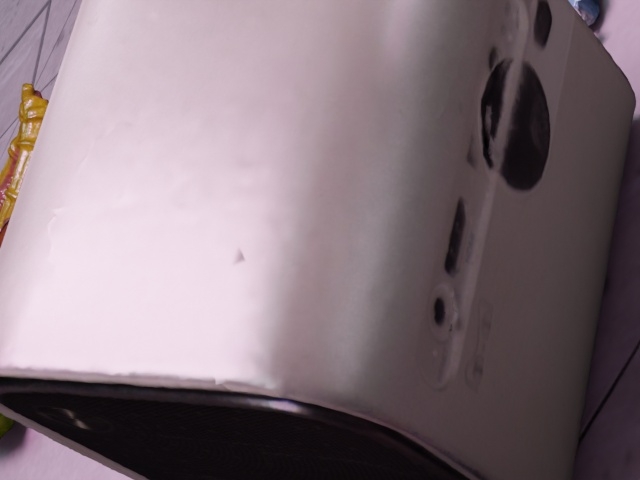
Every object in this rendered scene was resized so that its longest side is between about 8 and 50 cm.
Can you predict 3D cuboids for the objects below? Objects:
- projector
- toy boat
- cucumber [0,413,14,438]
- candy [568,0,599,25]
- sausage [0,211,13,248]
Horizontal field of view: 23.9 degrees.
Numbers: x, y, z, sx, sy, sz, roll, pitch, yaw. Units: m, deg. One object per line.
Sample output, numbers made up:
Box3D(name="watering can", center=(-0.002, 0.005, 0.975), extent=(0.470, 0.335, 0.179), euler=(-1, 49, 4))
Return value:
Box3D(name="projector", center=(0.000, 0.000, 0.761), extent=(0.248, 0.248, 0.249), euler=(0, 65, 33))
Box3D(name="toy boat", center=(-0.368, -0.026, 1.691), extent=(0.318, 0.099, 0.141), euler=(-54, 28, 17))
Box3D(name="cucumber", center=(-0.359, 0.144, 1.508), extent=(0.134, 0.134, 0.244), euler=(-64, 29, 3))
Box3D(name="candy", center=(0.151, -0.151, 0.894), extent=(0.020, 0.030, 0.083), euler=(-31, 38, 37))
Box3D(name="sausage", center=(-0.208, -0.029, 1.398), extent=(0.094, 0.094, 0.419), euler=(-36, 5, -38))
